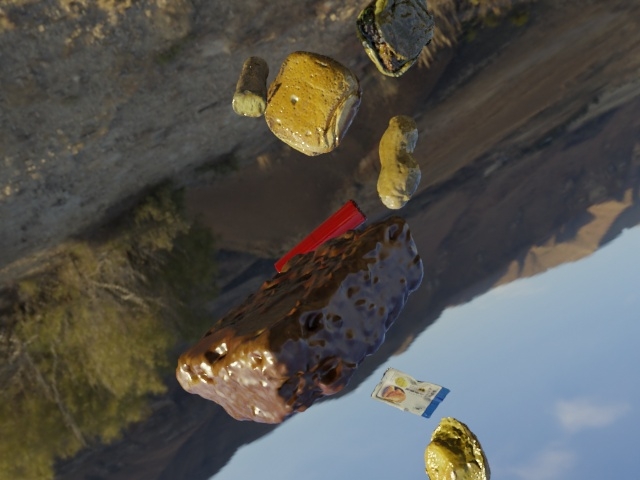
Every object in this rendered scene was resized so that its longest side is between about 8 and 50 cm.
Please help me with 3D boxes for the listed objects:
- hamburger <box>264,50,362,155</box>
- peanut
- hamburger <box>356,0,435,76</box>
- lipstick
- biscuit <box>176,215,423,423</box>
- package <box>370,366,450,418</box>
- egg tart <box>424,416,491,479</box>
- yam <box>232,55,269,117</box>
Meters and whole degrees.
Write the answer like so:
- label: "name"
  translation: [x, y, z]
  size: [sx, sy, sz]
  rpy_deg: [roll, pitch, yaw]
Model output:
- label: "hamburger"
  translation: [-0.027, -0.440, 2.233]
  size: [0.305, 0.284, 0.174]
  rpy_deg: [-61, -177, -1]
- label: "peanut"
  translation: [0.210, -0.212, 1.881]
  size: [0.117, 0.263, 0.101]
  rpy_deg: [-1, 164, 8]
- label: "hamburger"
  translation: [0.181, -0.521, 1.737]
  size: [0.206, 0.183, 0.130]
  rpy_deg: [-48, -156, -18]
- label: "lipstick"
  translation: [0.001, 0.001, 1.886]
  size: [0.279, 0.073, 0.073]
  rpy_deg: [-39, 172, 10]
- label: "biscuit"
  translation: [-0.024, 0.140, 1.218]
  size: [0.342, 0.166, 0.395]
  rpy_deg: [-19, -162, 50]
- label: "package"
  translation: [0.233, 0.400, 1.833]
  size: [0.171, 0.173, 0.027]
  rpy_deg: [109, 4, -47]
- label: "egg tart"
  translation: [0.414, 0.709, 2.216]
  size: [0.116, 0.295, 0.295]
  rpy_deg: [-5, 164, -24]
- label: "yam"
  translation: [-0.163, -0.377, 1.696]
  size: [0.081, 0.081, 0.357]
  rpy_deg: [-30, -155, 14]
